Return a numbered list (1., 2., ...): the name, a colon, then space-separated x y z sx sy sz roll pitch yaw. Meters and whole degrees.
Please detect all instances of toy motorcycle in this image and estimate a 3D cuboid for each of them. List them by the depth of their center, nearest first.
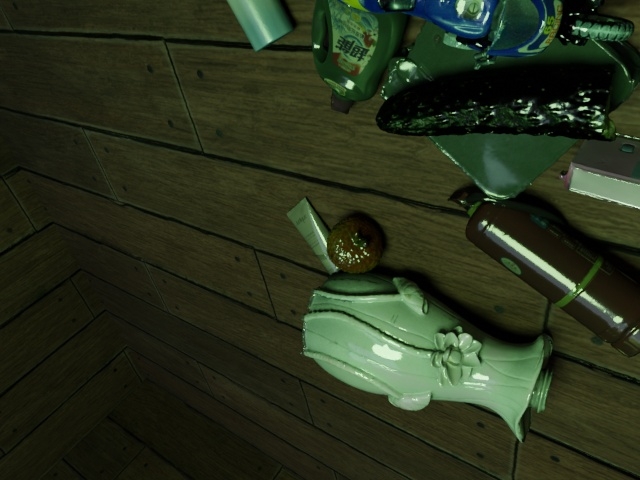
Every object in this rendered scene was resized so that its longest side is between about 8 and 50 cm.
1. toy motorcycle: 0.146 -0.246 0.533 0.315 0.168 0.113 27 127 26

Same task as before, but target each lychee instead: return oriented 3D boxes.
1. lychee: 0.068 0.011 1.018 0.114 0.114 0.146 41 167 6

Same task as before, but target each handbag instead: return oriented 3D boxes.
1. handbag: 0.227 -0.207 0.673 0.260 0.079 0.247 44 143 6

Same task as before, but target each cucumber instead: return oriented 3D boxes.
1. cucumber: 0.188 -0.160 0.628 0.303 0.072 0.081 12 130 40

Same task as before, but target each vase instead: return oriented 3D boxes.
1. vase: 0.199 0.205 0.990 0.445 0.250 0.250 15 135 29

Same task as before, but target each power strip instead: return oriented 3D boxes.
1. power strip: 0.425 -0.061 0.592 0.278 0.109 0.038 22 137 28

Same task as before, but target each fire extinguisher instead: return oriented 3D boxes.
1. fire extinguisher: 0.330 0.022 0.778 0.341 0.105 0.141 40 176 18

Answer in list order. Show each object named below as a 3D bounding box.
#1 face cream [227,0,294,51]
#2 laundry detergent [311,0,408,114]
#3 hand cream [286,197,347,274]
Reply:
1. face cream: -0.132 -0.426 0.810 0.077 0.077 0.250 -7 119 48
2. laundry detergent: 0.043 -0.287 0.780 0.144 0.078 0.222 40 147 12
3. hand cream: 0.000 0.000 1.130 0.186 0.054 0.087 53 141 0
